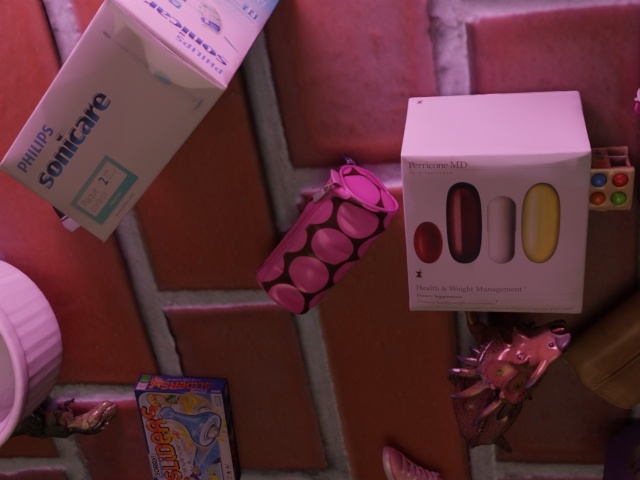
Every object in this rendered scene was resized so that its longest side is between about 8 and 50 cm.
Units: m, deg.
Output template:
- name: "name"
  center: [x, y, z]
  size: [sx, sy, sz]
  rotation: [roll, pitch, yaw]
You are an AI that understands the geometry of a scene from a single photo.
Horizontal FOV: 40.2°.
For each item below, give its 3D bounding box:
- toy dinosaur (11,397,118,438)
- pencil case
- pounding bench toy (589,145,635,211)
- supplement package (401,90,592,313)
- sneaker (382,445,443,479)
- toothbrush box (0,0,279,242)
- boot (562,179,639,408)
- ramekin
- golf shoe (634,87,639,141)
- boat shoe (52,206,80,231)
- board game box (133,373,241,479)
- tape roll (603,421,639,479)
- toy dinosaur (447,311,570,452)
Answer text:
- name: "toy dinosaur"
  center: [-0.452, 0.266, 1.349]
  size: [0.268, 0.064, 0.118]
  rotation: [-8, 127, 19]
- name: "pencil case"
  center: [0.000, 0.000, 1.076]
  size: [0.098, 0.095, 0.209]
  rotation: [10, 130, -39]
- name: "pounding bench toy"
  center: [0.324, -0.056, 0.993]
  size: [0.052, 0.065, 0.083]
  rotation: [0, 122, 11]
- name: "supplement package"
  center: [0.194, -0.042, 0.976]
  size: [0.194, 0.149, 0.203]
  rotation: [-1, 123, 11]
- name: "sneaker"
  center: [0.142, 0.348, 1.294]
  size: [0.070, 0.051, 0.134]
  rotation: [-17, 121, 18]
- name: "toothbrush box"
  center: [-0.164, -0.173, 0.874]
  size: [0.126, 0.295, 0.216]
  rotation: [37, 120, -13]
- name: "boot"
  center: [0.389, 0.070, 1.049]
  size: [0.236, 0.089, 0.269]
  rotation: [34, 123, -11]
- name: "ramekin"
  center: [-0.493, 0.152, 1.199]
  size: [0.277, 0.135, 0.277]
  rotation: [4, 106, 16]
- name: "golf shoe"
  center: [0.371, -0.167, 0.874]
  size: [0.140, 0.115, 0.306]
  rotation: [-31, 111, 12]
- name: "boat shoe"
  center: [-0.270, -0.087, 1.068]
  size: [0.076, 0.080, 0.228]
  rotation: [49, 138, -11]
- name: "board game box"
  center: [-0.200, 0.294, 1.331]
  size: [0.136, 0.035, 0.201]
  rotation: [1, 122, 10]
- name: "tape roll"
  center: [0.465, 0.325, 1.134]
  size: [0.189, 0.189, 0.080]
  rotation: [0, 123, 11]
- name: "toy dinosaur"
  center: [0.215, 0.187, 1.087]
  size: [0.127, 0.200, 0.296]
  rotation: [7, 123, 6]
